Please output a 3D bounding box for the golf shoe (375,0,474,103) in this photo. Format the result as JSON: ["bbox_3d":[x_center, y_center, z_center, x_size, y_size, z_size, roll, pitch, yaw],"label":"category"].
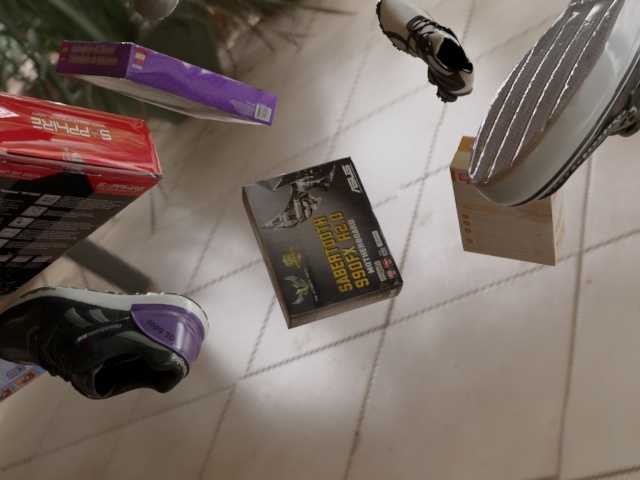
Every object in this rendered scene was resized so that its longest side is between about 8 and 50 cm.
[{"bbox_3d":[0.162,-0.299,1.467,0.077,0.198,0.094,-40,-7,-16],"label":"golf shoe"}]

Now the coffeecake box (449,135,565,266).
[{"bbox_3d":[0.271,-0.055,1.427,0.142,0.186,0.068,10,54,23],"label":"coffeecake box"}]

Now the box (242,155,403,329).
[{"bbox_3d":[0.000,0.000,1.521,0.183,0.231,0.056,-15,-23,-13],"label":"box"}]

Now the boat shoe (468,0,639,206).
[{"bbox_3d":[0.253,-0.144,0.846,0.335,0.119,0.121,-53,23,-18],"label":"boat shoe"}]

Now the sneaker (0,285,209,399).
[{"bbox_3d":[-0.285,0.129,1.197,0.283,0.107,0.124,-4,35,15],"label":"sneaker"}]

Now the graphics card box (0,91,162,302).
[{"bbox_3d":[-0.390,-0.035,1.163,0.371,0.232,0.094,-33,66,36],"label":"graphics card box"}]

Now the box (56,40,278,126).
[{"bbox_3d":[-0.241,-0.249,1.588,0.200,0.293,0.057,12,89,44],"label":"box"}]

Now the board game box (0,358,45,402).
[{"bbox_3d":[-0.438,0.167,1.353,0.211,0.039,0.160,-36,-21,-13],"label":"board game box"}]

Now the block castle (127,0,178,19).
[{"bbox_3d":[-0.108,-0.271,0.330,0.453,0.302,0.213,-42,62,50],"label":"block castle"}]
